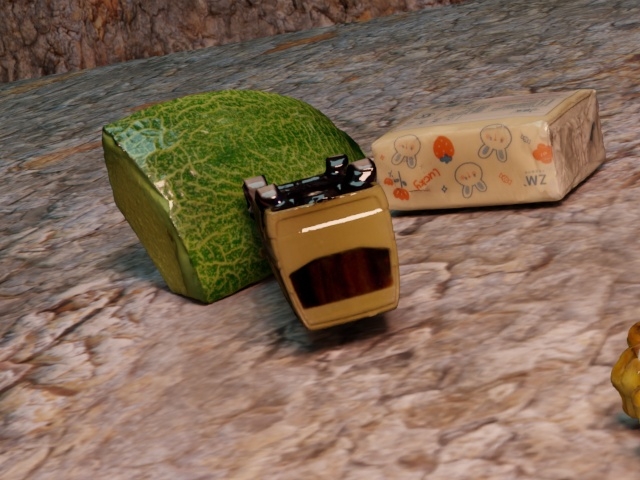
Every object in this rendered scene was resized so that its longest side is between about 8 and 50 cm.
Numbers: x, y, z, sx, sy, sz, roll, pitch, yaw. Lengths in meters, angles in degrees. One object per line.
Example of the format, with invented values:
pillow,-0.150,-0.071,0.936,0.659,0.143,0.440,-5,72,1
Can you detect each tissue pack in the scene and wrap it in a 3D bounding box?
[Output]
tissue pack,0.173,-0.090,1.284,0.196,0.092,0.148,-4,17,33

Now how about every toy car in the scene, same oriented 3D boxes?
toy car,0.000,0.000,1.060,0.101,0.124,0.257,-14,6,-4

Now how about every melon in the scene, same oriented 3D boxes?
melon,-0.053,-0.061,1.275,0.323,0.196,0.124,-22,-11,-41

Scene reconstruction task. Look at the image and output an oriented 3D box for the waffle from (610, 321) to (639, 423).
waffle,0.298,0.068,0.689,0.253,0.056,0.249,-19,17,-15
